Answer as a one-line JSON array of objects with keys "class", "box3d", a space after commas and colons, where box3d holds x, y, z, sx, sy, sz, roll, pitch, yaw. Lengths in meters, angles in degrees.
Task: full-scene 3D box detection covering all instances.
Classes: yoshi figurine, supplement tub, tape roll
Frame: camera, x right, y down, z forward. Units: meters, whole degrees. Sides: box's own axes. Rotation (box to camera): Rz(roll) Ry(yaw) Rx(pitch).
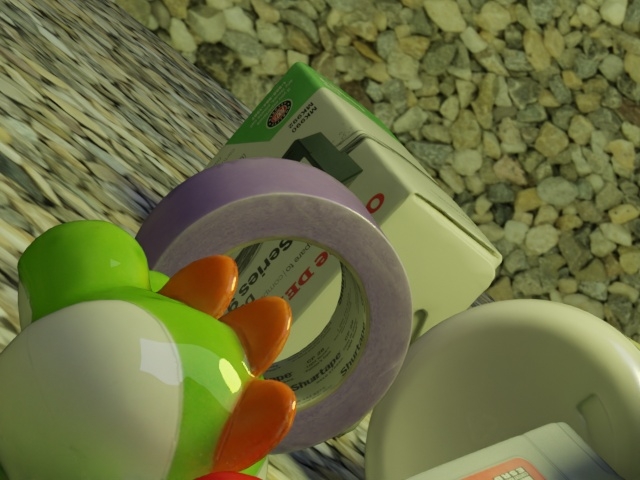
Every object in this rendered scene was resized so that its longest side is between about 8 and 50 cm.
[{"class": "yoshi figurine", "box3d": [-0.098, 0.144, 0.599, 0.203, 0.204, 0.362, -1, 36, -9]}, {"class": "supplement tub", "box3d": [0.196, 0.184, 1.342, 0.235, 0.235, 0.325, 45, 9, 26]}, {"class": "tape roll", "box3d": [-0.037, 0.044, 1.164, 0.189, 0.189, 0.080, 38, 8, -22]}]

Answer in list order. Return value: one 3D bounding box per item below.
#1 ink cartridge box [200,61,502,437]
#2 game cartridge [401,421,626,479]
[{"class": "ink cartridge box", "box3d": [0.000, 0.000, 1.496, 0.121, 0.211, 0.289, 36, 9, -32]}, {"class": "game cartridge", "box3d": [0.122, 0.217, 1.027, 0.294, 0.060, 0.196, -13, 53, -46]}]
